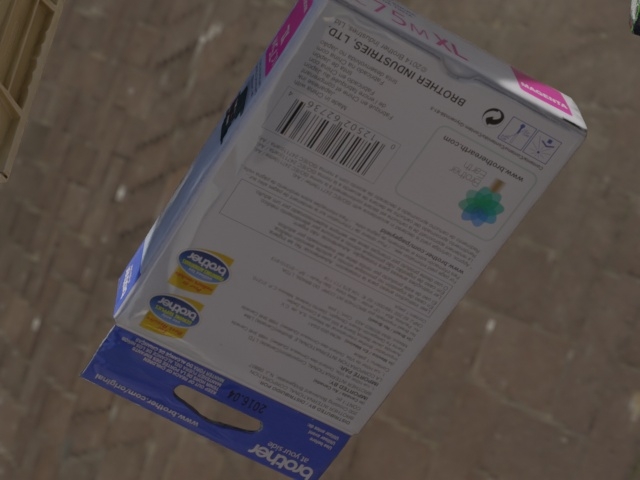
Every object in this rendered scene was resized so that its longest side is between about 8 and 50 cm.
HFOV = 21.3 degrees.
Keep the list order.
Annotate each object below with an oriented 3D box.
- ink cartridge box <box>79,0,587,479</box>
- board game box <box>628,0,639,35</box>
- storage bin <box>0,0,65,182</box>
[{"bbox_3d":[0.000,0.000,1.065,0.311,0.186,0.065,-56,19,23],"label":"ink cartridge box"},{"bbox_3d":[0.239,-0.198,0.921,0.060,0.194,0.194,-77,1,-74],"label":"board game box"},{"bbox_3d":[-0.383,-0.183,1.506,0.262,0.123,0.260,-3,55,23],"label":"storage bin"}]
